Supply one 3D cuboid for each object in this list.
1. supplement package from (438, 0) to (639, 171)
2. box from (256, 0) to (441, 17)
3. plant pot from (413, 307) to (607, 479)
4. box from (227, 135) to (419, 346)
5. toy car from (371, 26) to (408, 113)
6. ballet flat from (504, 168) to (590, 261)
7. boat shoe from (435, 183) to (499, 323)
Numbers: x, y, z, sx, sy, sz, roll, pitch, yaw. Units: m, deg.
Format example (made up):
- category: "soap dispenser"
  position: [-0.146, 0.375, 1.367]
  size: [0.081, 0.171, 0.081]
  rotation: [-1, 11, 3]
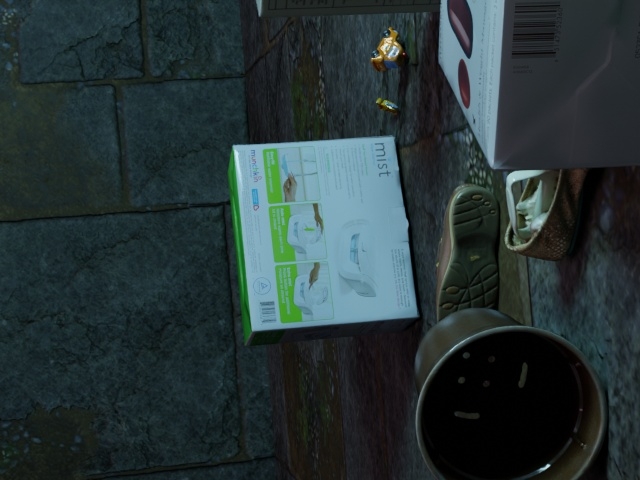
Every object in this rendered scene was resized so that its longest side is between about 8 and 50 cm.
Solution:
- category: "supplement package"
  position: [0.173, -0.178, 0.803]
  size: [0.203, 0.149, 0.194]
  rotation: [-99, 8, -62]
- category: "box"
  position: [0.042, -0.338, 1.254]
  size: [0.148, 0.232, 0.126]
  rotation: [100, 162, -51]
- category: "plant pot"
  position: [0.160, 0.140, 1.079]
  size: [0.165, 0.167, 0.166]
  rotation: [-107, 14, -80]
- category: "box"
  position: [0.000, 0.000, 1.610]
  size: [0.127, 0.231, 0.261]
  rotation: [121, 143, -73]
- category: "toy car"
  position: [0.102, -0.225, 1.561]
  size: [0.041, 0.060, 0.122]
  rotation: [25, 154, 27]
- category: "ballet flat"
  position: [0.197, -0.065, 1.001]
  size: [0.073, 0.067, 0.206]
  rotation: [-108, 18, -55]
- category: "boat shoe"
  position: [0.158, 0.024, 1.269]
  size: [0.060, 0.064, 0.177]
  rotation: [-117, 30, -75]
